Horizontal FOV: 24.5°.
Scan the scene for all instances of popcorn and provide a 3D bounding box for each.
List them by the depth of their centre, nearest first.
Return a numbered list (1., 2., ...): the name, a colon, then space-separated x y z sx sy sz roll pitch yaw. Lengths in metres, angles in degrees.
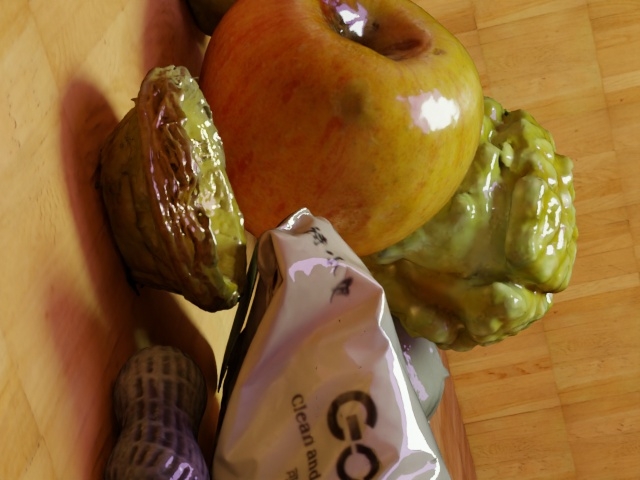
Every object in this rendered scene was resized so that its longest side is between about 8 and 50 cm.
1. popcorn: 0.154 -0.037 1.707 0.274 0.279 0.335 12 53 -51

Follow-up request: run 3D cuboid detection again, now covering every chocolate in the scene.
1. chocolate: -0.112 0.141 1.020 0.167 0.072 0.072 -95 169 -50

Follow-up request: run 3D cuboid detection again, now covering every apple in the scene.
1. apple: 0.009 -0.116 1.478 0.275 0.299 0.299 -56 -159 34

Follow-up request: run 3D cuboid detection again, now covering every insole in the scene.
1. insole: -0.071 0.064 1.274 0.232 0.003 0.080 112 -11 -58

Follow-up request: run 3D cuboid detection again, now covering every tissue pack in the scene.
1. tissue pack: -0.002 0.211 1.122 0.390 0.195 0.375 103 -27 -67

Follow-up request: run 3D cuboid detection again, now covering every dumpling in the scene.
1. dumpling: 0.056 0.179 1.781 0.293 0.163 0.204 56 39 -45

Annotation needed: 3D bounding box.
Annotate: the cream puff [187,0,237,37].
1. cream puff: -0.069 -0.357 1.592 0.282 0.185 0.282 -12 90 -77

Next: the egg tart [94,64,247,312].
1. egg tart: -0.117 -0.036 1.165 0.212 0.090 0.212 -10 90 -81
